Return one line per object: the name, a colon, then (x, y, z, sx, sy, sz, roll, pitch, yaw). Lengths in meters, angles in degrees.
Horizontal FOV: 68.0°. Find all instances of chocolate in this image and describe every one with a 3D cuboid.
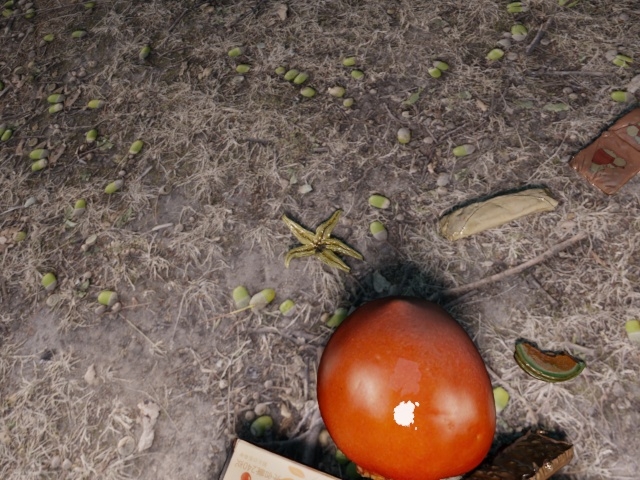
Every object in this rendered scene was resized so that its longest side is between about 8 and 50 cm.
chocolate: (0.300, 0.399, 0.777, 0.329, 0.102, 0.065, -10, 86, -36)

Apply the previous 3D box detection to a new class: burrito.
burrito: (0.414, -0.064, 1.095, 0.275, 0.059, 0.082, -15, 47, 0)

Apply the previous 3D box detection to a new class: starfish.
starfish: (0.000, 0.001, 1.130, 0.223, 0.050, 0.217, 36, 67, 11)

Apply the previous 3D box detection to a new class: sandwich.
sandwich: (0.456, 0.247, 0.944, 0.135, 0.029, 0.068, 7, 65, 12)

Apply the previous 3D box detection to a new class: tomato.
tomato: (0.144, 0.247, 0.827, 0.321, 0.322, 0.322, -4, 62, 7)

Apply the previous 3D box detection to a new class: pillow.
pillow: (0.725, -0.215, 1.133, 0.248, 0.049, 0.135, -38, 63, -7)

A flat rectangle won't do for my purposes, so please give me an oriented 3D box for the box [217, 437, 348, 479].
box: (-0.030, 0.574, 0.795, 0.384, 0.122, 0.345, 14, 65, 15)
